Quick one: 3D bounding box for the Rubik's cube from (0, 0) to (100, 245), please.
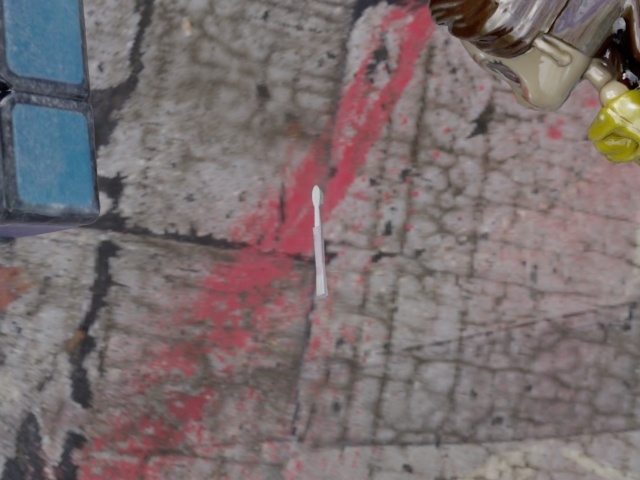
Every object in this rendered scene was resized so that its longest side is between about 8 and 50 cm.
[{"bbox_3d":[-0.434,-0.162,1.034,0.362,0.359,0.363,7,79,-52],"label":"Rubik's cube"}]

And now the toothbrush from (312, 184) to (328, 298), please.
[{"bbox_3d":[-0.001,-0.001,1.710,0.017,0.014,0.194,42,35,-42],"label":"toothbrush"}]

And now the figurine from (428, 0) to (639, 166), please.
[{"bbox_3d":[0.192,-0.064,0.653,0.315,0.168,0.187,39,47,8],"label":"figurine"}]
